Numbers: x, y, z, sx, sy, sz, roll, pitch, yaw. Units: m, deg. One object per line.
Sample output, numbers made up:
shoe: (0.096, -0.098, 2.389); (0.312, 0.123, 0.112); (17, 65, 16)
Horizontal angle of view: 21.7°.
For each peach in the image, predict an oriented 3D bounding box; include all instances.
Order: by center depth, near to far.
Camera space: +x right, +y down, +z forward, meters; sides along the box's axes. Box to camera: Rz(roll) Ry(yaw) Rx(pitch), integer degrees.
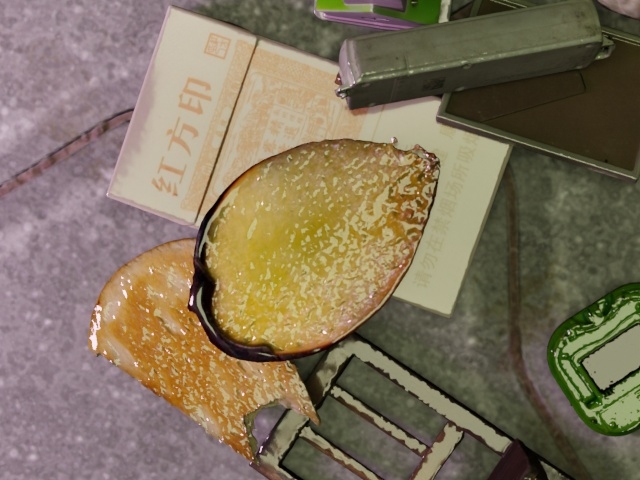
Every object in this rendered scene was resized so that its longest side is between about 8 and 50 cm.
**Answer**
peach: (-0.001, 0.001, 1.593); (0.279, 0.068, 0.189); (-31, 83, 8)

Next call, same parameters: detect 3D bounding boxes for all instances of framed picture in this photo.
framed picture: (0.228, -0.151, 1.615); (0.203, 0.015, 0.150); (17, 71, 3)

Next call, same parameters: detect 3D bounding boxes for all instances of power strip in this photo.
power strip: (0.142, -0.176, 1.568); (0.272, 0.078, 0.052); (-11, 75, -6)

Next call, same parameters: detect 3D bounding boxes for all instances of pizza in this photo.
pizza: (-0.101, 0.104, 1.658); (0.262, 0.034, 0.181); (41, 94, 13)

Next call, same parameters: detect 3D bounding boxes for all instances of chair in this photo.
chair: (0.139, 0.274, 1.557); (0.416, 0.240, 0.203); (33, 96, 2)

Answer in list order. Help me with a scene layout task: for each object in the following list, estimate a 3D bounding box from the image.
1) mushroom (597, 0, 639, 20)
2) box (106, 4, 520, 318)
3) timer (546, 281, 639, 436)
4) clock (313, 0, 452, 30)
mushroom: (0.329, -0.284, 1.502); (0.267, 0.189, 0.164); (-10, 90, 35)
box: (-0.008, -0.079, 1.648); (0.365, 0.051, 0.205); (19, 94, 4)
timer: (0.299, 0.117, 1.632); (0.140, 0.047, 0.128); (-33, 89, 6)
clock: (0.057, -0.321, 1.503); (0.166, 0.309, 0.235); (8, 93, 4)
